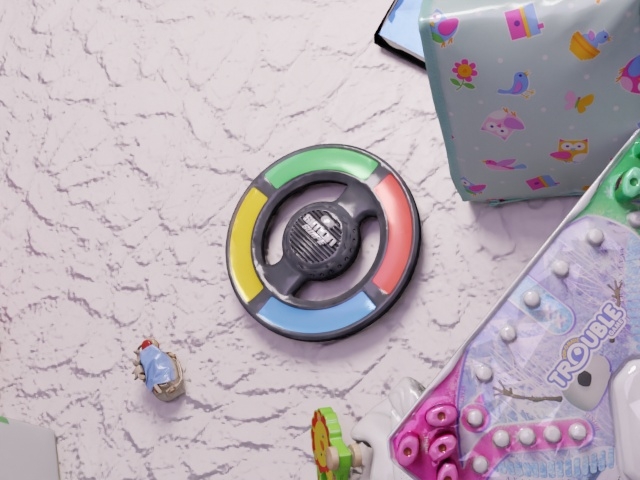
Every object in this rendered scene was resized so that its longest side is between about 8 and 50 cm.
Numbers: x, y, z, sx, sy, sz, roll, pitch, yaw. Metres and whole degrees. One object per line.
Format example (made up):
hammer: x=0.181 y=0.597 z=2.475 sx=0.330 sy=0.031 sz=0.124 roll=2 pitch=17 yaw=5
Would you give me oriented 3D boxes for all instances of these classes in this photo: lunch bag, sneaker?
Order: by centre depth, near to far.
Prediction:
sneaker: x=0.107 y=0.256 z=1.010 sx=0.115 sy=0.090 sz=0.232 roll=-37 pitch=55 yaw=13
lunch bag: x=0.226 y=-0.150 z=1.012 sx=0.223 sy=0.262 sz=0.160 roll=-5 pitch=41 yaw=16

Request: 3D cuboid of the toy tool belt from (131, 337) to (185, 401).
toy tool belt: x=-0.189 y=0.142 z=1.166 sx=0.052 sy=0.051 sz=0.083 roll=-35 pitch=65 yaw=7

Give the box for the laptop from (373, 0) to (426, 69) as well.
laptop: x=0.193 y=-0.302 z=1.098 sx=0.234 sy=0.264 sz=0.136 roll=31 pitch=55 yaw=22

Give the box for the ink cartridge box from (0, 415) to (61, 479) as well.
ink cartridge box: x=-0.466 y=0.289 z=1.132 sx=0.289 sy=0.211 sz=0.121 roll=-19 pitch=66 yaw=13

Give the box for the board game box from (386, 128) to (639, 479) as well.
board game box: x=0.323 y=0.160 z=0.898 sx=0.390 sy=0.050 sz=0.390 roll=39 pitch=90 yaw=6

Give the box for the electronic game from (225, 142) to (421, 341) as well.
electronic game: x=0.000 y=0.000 z=1.143 sx=0.229 sy=0.048 sz=0.229 roll=-6 pitch=71 yaw=19

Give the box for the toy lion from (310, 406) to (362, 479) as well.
toy lion: x=0.010 y=0.226 z=1.057 sx=0.034 sy=0.096 sz=0.100 roll=-4 pitch=109 yaw=-19
